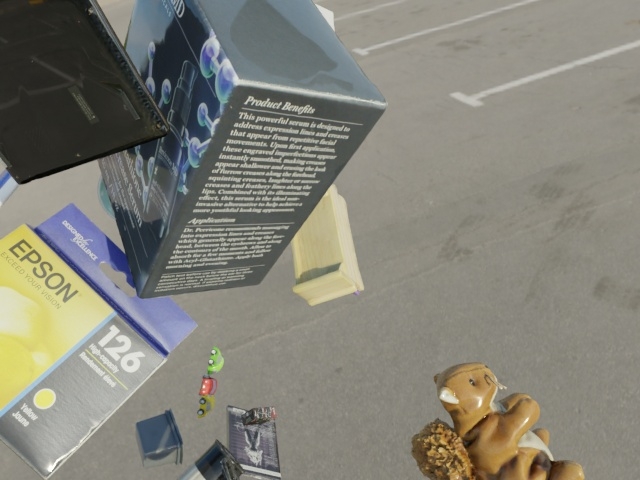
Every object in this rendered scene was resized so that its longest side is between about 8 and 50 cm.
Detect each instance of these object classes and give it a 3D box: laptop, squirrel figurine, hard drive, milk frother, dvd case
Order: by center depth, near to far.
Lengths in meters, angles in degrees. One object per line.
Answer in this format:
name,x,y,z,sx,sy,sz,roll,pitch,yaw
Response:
laptop,-0.374,-0.294,0.615,0.408,0.381,0.236,-10,32,28
milk frother,-0.206,0.445,0.903,0.135,0.143,0.129,-42,60,-18
hard drive,-0.787,-0.180,1.307,0.210,0.040,0.318,-8,49,46
squirrel figurine,0.423,0.546,1.398,0.397,0.370,0.281,-42,-3,11
dvd case,-0.199,0.594,1.481,0.165,0.018,0.221,24,23,-23

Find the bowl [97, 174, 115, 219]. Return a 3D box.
bowl,-0.556,-0.208,1.622,0.312,0.311,0.163,-22,49,-11

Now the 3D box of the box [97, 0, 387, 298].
box,-0.147,-0.150,0.717,0.212,0.395,0.293,-4,54,-39

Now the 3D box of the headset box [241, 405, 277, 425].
headset box,-0.165,0.485,1.393,0.062,0.083,0.032,-40,52,36

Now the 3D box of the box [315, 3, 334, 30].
box,-0.062,-0.429,1.045,0.171,0.091,0.130,12,60,-30

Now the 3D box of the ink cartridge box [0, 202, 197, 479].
ink cartridge box,-0.394,0.130,0.762,0.307,0.303,0.072,-47,6,-28

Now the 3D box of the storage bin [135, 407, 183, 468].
storage bin,-0.404,0.501,1.254,0.091,0.098,0.135,-5,31,-29

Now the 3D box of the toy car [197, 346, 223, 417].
toy car,-0.371,0.470,1.736,0.053,0.239,0.224,12,46,-6

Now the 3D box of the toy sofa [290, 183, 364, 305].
toy sofa,0.000,0.000,1.469,0.150,0.177,0.362,-20,59,18
